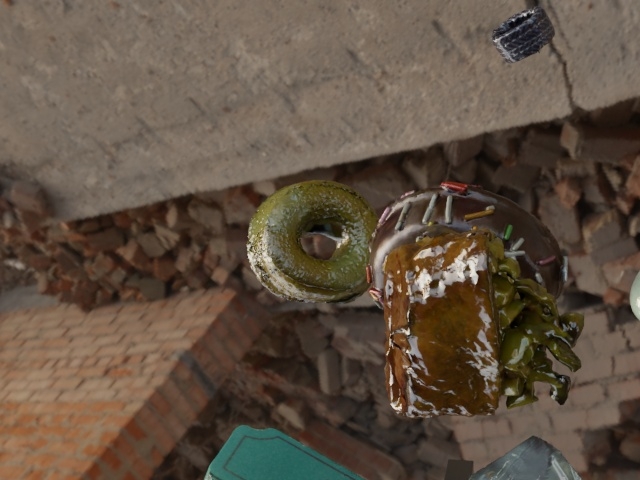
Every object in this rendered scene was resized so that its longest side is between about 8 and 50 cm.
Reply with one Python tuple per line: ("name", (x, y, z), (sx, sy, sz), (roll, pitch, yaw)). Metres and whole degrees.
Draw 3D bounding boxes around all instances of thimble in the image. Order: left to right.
("thimble", (0.371, -0.377, 1.466), (0.104, 0.095, 0.066), (-12, 124, 49))

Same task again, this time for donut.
("donut", (0.000, 0.000, 1.530), (0.272, 0.272, 0.107), (40, 164, -2))
("donut", (0.183, 0.045, 1.044), (0.270, 0.103, 0.269), (10, 132, 12))

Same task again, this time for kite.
("kite", (0.289, 0.340, 0.870), (0.310, 0.015, 0.169), (32, 105, -5))

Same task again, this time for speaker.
("speaker", (0.216, 0.404, 1.271), (0.046, 0.191, 0.040), (0, 98, 13))

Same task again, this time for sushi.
("sushi", (0.154, 0.093, 0.827), (0.179, 0.167, 0.296), (-5, 126, -4))

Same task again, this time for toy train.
("toy train", (-0.023, 0.241, 0.616), (0.198, 0.154, 0.107), (28, 123, 7))

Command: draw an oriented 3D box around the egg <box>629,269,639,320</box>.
("egg", (0.747, 0.091, 1.619), (0.183, 0.264, 0.183), (58, 163, 30))
